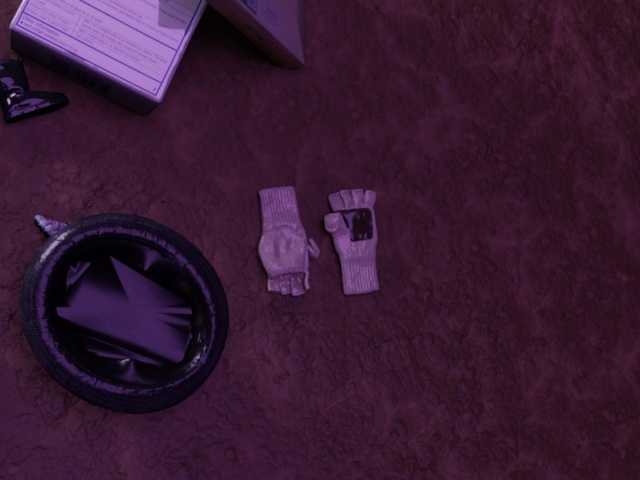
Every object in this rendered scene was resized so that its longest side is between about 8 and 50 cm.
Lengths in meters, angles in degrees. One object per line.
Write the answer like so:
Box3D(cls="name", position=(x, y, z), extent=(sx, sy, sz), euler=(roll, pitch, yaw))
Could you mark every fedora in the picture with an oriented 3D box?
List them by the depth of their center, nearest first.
Box3D(cls="fedora", position=(-0.322, 0.121, 1.538), extent=(0.333, 0.152, 0.334), euler=(4, 80, -21))

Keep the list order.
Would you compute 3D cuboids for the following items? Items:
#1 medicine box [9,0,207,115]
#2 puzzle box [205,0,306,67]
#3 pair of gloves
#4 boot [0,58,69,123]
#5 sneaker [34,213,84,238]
Box3D(cls="medicine box", position=(-0.341, -0.403, 1.600), extent=(0.263, 0.149, 0.289), euler=(26, 80, -16))
Box3D(cls="puzzle box", position=(-0.116, -0.489, 1.622), extent=(0.052, 0.409, 0.272), euler=(-2, 80, 19))
Box3D(cls="pair of gloves", position=(0.000, 0.000, 1.750), extent=(0.240, 0.042, 0.204), euler=(1, 81, -21))
Box3D(cls="boot", position=(-0.495, -0.258, 1.592), extent=(0.121, 0.045, 0.099), euler=(-20, 86, -23))
Box3D(cls="sneaker", position=(-0.424, -0.023, 1.586), extent=(0.098, 0.038, 0.069), euler=(47, 66, -19))
